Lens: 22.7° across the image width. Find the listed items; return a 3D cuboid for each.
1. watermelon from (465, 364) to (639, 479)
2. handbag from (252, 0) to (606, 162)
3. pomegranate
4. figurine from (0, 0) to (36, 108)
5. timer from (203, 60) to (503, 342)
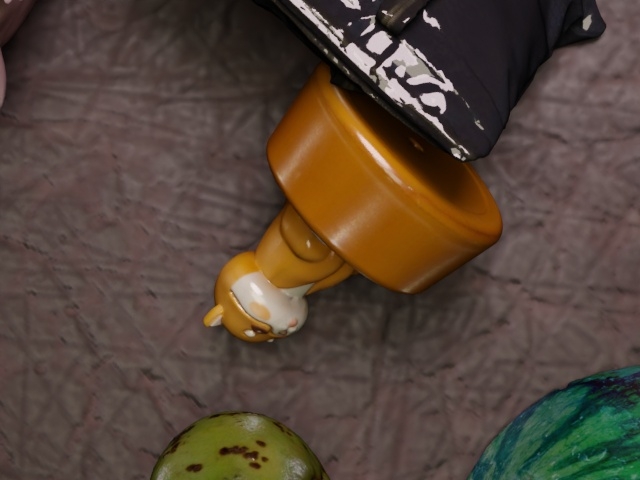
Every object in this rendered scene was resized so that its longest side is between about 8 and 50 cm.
[{"bbox_3d":[0.168,0.129,0.845,0.231,0.128,0.146,1,67,2],"label":"watermelon"},{"bbox_3d":[0.021,-0.159,0.831,0.254,0.211,0.088,42,128,3],"label":"handbag"},{"bbox_3d":[-0.058,0.152,0.836,0.142,0.114,0.114,-19,85,23],"label":"pomegranate"},{"bbox_3d":[-0.198,-0.213,0.821,0.176,0.186,0.287,13,120,11],"label":"figurine"},{"bbox_3d":[0.000,0.000,0.852,0.132,0.132,0.152,46,108,3],"label":"timer"}]
